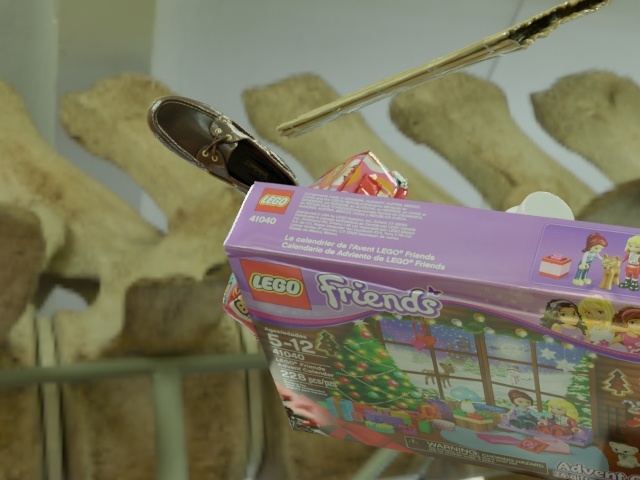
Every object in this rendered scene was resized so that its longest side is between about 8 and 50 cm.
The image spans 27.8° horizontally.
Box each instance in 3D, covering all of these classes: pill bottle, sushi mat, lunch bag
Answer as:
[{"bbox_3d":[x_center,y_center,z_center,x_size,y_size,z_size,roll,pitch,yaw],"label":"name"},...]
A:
[{"bbox_3d":[0.291,0.013,1.876,0.107,0.108,0.180,7,-35,-18],"label":"pill bottle"},{"bbox_3d":[0.099,-0.142,1.045,0.151,0.019,0.316,-29,8,-32],"label":"sushi mat"},{"bbox_3d":[0.000,0.000,1.887,0.120,0.293,0.258,43,-34,-9],"label":"lunch bag"}]

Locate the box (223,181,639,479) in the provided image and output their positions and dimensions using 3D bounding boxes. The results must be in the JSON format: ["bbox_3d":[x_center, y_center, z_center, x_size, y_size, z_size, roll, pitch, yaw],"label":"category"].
[{"bbox_3d":[0.104,0.066,0.776,0.293,0.057,0.201,8,-38,21],"label":"box"}]

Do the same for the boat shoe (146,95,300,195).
[{"bbox_3d":[-0.112,-0.109,1.550,0.207,0.073,0.073,29,-1,-17],"label":"boat shoe"}]
